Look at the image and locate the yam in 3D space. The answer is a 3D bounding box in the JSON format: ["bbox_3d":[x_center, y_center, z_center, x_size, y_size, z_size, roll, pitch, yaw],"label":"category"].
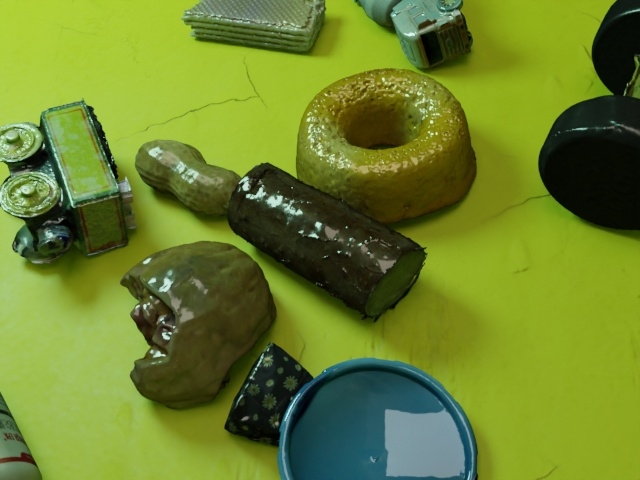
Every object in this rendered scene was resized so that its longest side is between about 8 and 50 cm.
[{"bbox_3d":[0.000,-0.001,1.269,0.280,0.131,0.131,30,62,26],"label":"yam"}]

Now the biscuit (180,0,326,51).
[{"bbox_3d":[-0.114,-0.390,1.604,0.239,0.061,0.108,11,54,12],"label":"biscuit"}]

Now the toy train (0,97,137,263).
[{"bbox_3d":[-0.386,-0.084,1.366,0.178,0.134,0.261,-17,54,-17],"label":"toy train"}]

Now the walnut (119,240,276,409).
[{"bbox_3d":[-0.160,0.084,1.213,0.204,0.141,0.238,-10,56,-7],"label":"walnut"}]

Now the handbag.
[{"bbox_3d":[-0.035,0.207,1.153,0.139,0.072,0.115,25,55,7],"label":"handbag"}]

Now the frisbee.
[{"bbox_3d":[0.068,0.257,1.110,0.242,0.045,0.242,4,59,-6],"label":"frisbee"}]

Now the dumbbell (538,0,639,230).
[{"bbox_3d":[0.454,-0.191,1.310,0.204,0.203,0.322,20,58,19],"label":"dumbbell"}]

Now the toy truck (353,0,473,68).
[{"bbox_3d":[0.146,-0.394,1.557,0.140,0.108,0.256,-26,52,3],"label":"toy truck"}]

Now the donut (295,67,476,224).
[{"bbox_3d":[0.094,-0.147,1.372,0.278,0.108,0.277,-3,54,4],"label":"donut"}]

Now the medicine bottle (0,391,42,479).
[{"bbox_3d":[-0.417,0.265,1.108,0.131,0.131,0.250,-31,56,-16],"label":"medicine bottle"}]

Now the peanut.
[{"bbox_3d":[-0.191,-0.094,1.383,0.193,0.089,0.089,31,62,20],"label":"peanut"}]
